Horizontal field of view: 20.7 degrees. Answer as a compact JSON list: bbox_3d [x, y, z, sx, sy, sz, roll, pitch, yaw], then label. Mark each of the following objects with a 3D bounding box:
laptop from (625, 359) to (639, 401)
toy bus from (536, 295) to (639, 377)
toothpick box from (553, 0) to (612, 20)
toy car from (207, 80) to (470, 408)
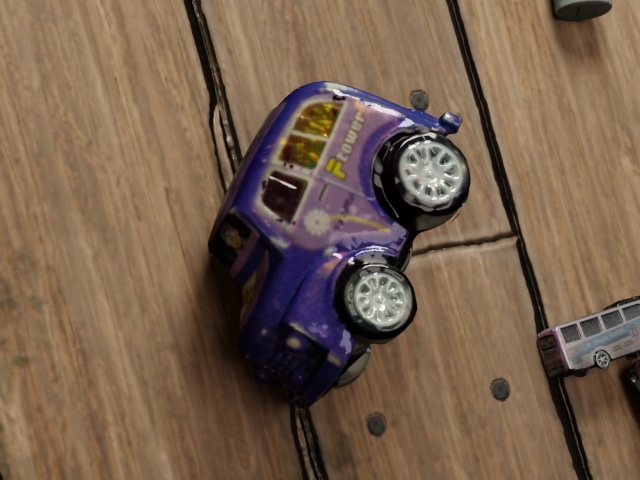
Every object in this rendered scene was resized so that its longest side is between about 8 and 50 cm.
[{"bbox_3d":[0.371,0.169,1.479,0.154,0.026,0.207,-9,46,-31],"label":"laptop"},{"bbox_3d":[0.245,0.082,1.491,0.130,0.037,0.052,-15,80,-30],"label":"toy bus"},{"bbox_3d":[0.228,-0.242,1.554,0.052,0.052,0.083,2,76,-29],"label":"toothpick box"},{"bbox_3d":[0.000,0.000,1.308,0.158,0.172,0.235,25,68,-4],"label":"toy car"}]
